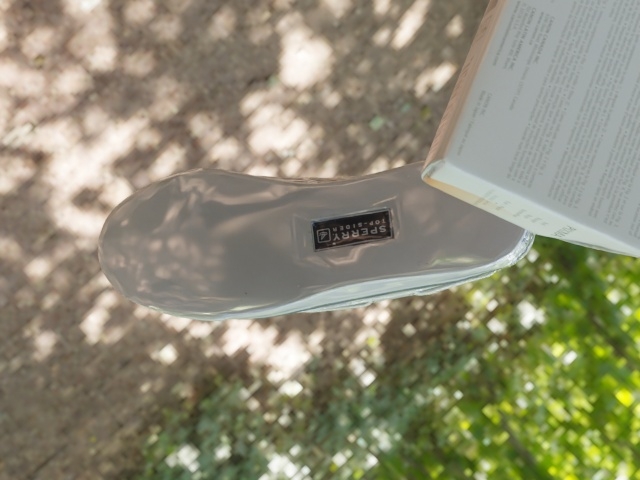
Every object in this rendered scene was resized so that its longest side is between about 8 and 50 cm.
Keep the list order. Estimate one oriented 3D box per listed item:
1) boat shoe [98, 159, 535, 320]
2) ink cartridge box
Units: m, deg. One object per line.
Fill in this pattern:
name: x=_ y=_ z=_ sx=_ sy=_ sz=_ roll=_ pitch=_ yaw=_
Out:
boat shoe: x=0.000 y=0.000 z=0.863 sx=0.268 sy=0.096 sz=0.088 roll=-10 pitch=165 yaw=12
ink cartridge box: x=0.158 y=-0.061 z=0.698 sx=0.145 sy=0.179 sz=0.045 roll=-67 pitch=-171 yaw=-15
